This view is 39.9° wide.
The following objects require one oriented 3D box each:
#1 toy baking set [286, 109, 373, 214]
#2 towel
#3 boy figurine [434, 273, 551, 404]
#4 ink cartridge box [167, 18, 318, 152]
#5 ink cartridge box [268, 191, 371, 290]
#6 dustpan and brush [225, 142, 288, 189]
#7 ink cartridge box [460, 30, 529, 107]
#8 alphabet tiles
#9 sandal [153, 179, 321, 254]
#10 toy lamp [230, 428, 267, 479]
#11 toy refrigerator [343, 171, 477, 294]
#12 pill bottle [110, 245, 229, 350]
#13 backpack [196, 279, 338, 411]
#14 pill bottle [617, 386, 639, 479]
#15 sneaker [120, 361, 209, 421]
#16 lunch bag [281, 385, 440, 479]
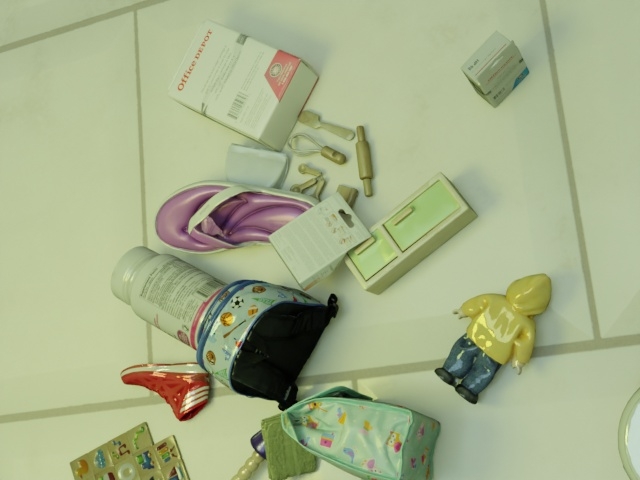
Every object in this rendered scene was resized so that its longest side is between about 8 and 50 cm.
[{"bbox_3d":[0.018,-0.178,1.946,0.196,0.030,0.256,-6,77,18],"label":"toy baking set"},{"bbox_3d":[-0.064,0.420,1.814,0.110,0.027,0.148,-11,104,-16],"label":"towel"},{"bbox_3d":[0.339,0.173,1.710,0.177,0.092,0.285,38,94,25],"label":"boy figurine"},{"bbox_3d":[-0.179,-0.358,2.024,0.283,0.117,0.207,28,91,25],"label":"ink cartridge box"},{"bbox_3d":[0.000,0.000,1.837,0.179,0.045,0.145,-32,57,-6],"label":"ink cartridge box"},{"bbox_3d":[-0.162,-0.103,2.006,0.147,0.060,0.211,12,78,12],"label":"dustpan and brush"},{"bbox_3d":[0.347,-0.347,1.762,0.104,0.180,0.060,-46,66,8],"label":"ink cartridge box"},{"bbox_3d":[-0.442,0.592,2.003,0.342,0.011,0.285,-30,70,15],"label":"alphabet tiles"},{"bbox_3d":[-0.192,-0.048,1.938,0.416,0.102,0.170,-3,102,17],"label":"sandal"},{"bbox_3d":[-0.163,0.499,1.868,0.080,0.080,0.275,43,100,24],"label":"toy lamp"},{"bbox_3d":[0.180,-0.012,1.814,0.269,0.094,0.102,-39,68,12],"label":"toy refrigerator"},{"bbox_3d":[-0.319,0.127,1.961,0.283,0.160,0.160,26,90,26],"label":"pill bottle"},{"bbox_3d":[-0.128,0.196,1.809,0.213,0.263,0.277,24,90,26],"label":"backpack"},{"bbox_3d":[0.595,0.321,1.403,0.224,0.392,0.224,-5,77,22],"label":"pill bottle"},{"bbox_3d":[-0.352,0.342,1.974,0.221,0.087,0.128,-8,75,23],"label":"sneaker"},{"bbox_3d":[0.077,0.376,1.707,0.262,0.223,0.160,8,77,26],"label":"lunch bag"}]
